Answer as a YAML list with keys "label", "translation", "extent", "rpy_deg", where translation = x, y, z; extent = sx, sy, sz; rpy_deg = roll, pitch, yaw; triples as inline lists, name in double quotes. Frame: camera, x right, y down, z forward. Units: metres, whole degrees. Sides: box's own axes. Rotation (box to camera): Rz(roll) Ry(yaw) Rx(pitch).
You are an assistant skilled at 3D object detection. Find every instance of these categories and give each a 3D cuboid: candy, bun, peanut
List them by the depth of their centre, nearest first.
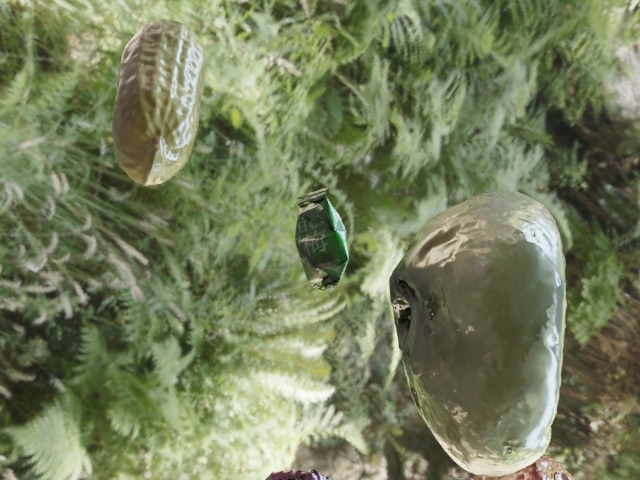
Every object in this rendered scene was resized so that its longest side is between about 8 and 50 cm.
- label: "bun"
  translation: [0.152, 0.083, 0.723]
  extent: [0.273, 0.168, 0.273]
  rpy_deg: [0, 90, -82]
- label: "peanut"
  translation: [-0.163, -0.138, 0.732]
  extent: [0.093, 0.083, 0.194]
  rpy_deg: [-17, -126, 32]
- label: "candy"
  translation: [0.002, 0.000, 1.476]
  extent: [0.141, 0.078, 0.203]
  rpy_deg: [-13, -96, 53]

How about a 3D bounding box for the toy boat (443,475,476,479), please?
- label: "toy boat"
  translation: [0.269, 0.509, 1.204]
  extent: [0.282, 0.096, 0.206]
  rpy_deg: [176, -78, -69]

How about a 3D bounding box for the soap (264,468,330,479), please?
- label: "soap"
  translation: [-0.053, 0.560, 1.522]
  extent: [0.250, 0.162, 0.099]
  rpy_deg: [-55, -171, 48]

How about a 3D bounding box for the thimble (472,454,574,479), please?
- label: "thimble"
  translation: [0.525, 0.709, 1.797]
  extent: [0.230, 0.350, 0.350]
  rpy_deg: [-31, -156, 27]
